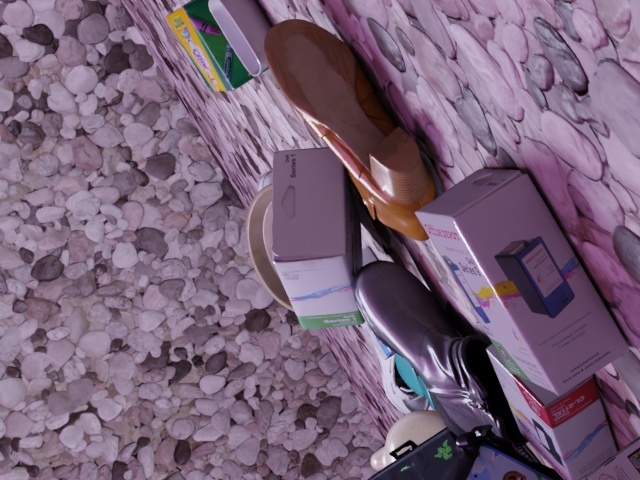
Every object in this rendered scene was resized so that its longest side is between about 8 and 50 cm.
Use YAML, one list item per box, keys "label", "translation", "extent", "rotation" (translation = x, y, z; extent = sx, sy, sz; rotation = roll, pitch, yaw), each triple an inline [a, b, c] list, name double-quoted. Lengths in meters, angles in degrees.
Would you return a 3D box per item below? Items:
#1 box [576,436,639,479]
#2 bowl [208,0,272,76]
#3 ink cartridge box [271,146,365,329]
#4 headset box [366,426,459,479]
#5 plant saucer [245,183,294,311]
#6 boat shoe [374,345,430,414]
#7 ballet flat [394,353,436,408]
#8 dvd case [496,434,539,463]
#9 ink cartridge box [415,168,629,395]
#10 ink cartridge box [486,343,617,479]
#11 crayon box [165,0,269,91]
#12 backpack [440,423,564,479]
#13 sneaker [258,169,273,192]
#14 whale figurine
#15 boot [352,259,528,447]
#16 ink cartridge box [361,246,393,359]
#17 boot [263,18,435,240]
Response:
- label: "box"
  translation: [0.316, 0.242, 1.221]
  extent: [0.036, 0.114, 0.207]
  rotation: [55, 173, 16]
- label: "bowl"
  translation: [-0.115, -0.332, 1.830]
  extent: [0.142, 0.053, 0.142]
  rotation: [59, 172, -6]
- label: "ink cartridge box"
  translation: [0.000, 0.000, 1.922]
  extent: [0.278, 0.117, 0.201]
  rotation: [72, -165, -62]
- label: "headset box"
  translation: [0.235, 0.505, 2.212]
  extent: [0.283, 0.246, 0.131]
  rotation: [57, -159, 9]
- label: "plant saucer"
  translation: [-0.046, 0.013, 2.357]
  extent: [0.278, 0.041, 0.278]
  rotation: [19, 119, 40]
- label: "boat shoe"
  translation: [0.173, 0.283, 2.360]
  extent: [0.084, 0.095, 0.258]
  rotation: [55, 174, 50]
- label: "ballet flat"
  translation: [0.199, 0.232, 2.014]
  extent: [0.247, 0.087, 0.083]
  rotation: [-144, 34, -77]
- label: "dvd case"
  translation: [0.321, 0.389, 1.972]
  extent: [0.238, 0.029, 0.179]
  rotation: [51, 159, 36]
- label: "ink cartridge box"
  translation: [0.201, 0.038, 1.196]
  extent: [0.212, 0.093, 0.154]
  rotation: [60, 173, -9]
- label: "ink cartridge box"
  translation: [0.283, 0.201, 1.409]
  extent: [0.127, 0.072, 0.175]
  rotation: [48, 168, 51]
- label: "crayon box"
  translation: [-0.187, -0.356, 2.079]
  extent: [0.165, 0.081, 0.278]
  rotation: [59, 172, -13]
- label: "backpack"
  translation: [0.282, 0.386, 1.543]
  extent: [0.263, 0.213, 0.276]
  rotation: [16, 167, 16]
- label: "sneaker"
  translation: [-0.020, -0.028, 2.414]
  extent: [0.161, 0.102, 0.282]
  rotation: [-17, 101, 62]
- label: "whale figurine"
  translation: [0.207, 0.482, 2.378]
  extent: [0.216, 0.272, 0.141]
  rotation: [15, 175, 19]
- label: "boot"
  translation: [0.194, 0.156, 1.759]
  extent: [0.338, 0.118, 0.223]
  rotation: [50, 166, -1]
- label: "ink cartridge box"
  translation: [0.104, 0.120, 2.181]
  extent: [0.190, 0.082, 0.139]
  rotation: [58, 172, 9]
- label: "boot"
  translation: [0.038, -0.132, 1.496]
  extent: [0.295, 0.104, 0.211]
  rotation: [49, 170, 23]
